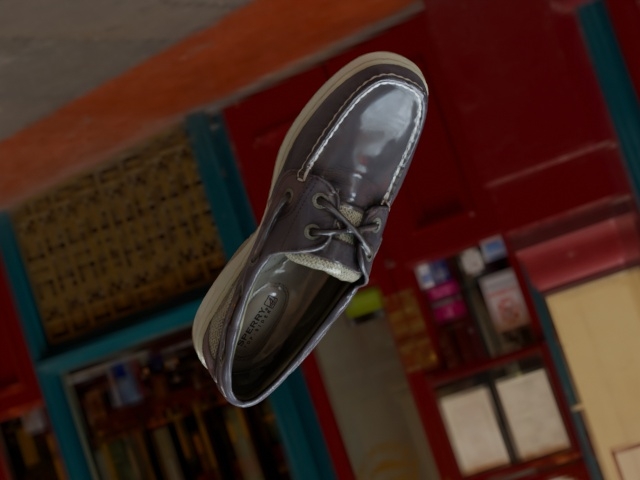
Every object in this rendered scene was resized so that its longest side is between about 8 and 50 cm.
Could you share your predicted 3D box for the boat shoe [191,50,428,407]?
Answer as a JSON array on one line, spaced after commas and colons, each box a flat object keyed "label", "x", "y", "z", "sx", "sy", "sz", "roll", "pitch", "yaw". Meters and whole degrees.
[{"label": "boat shoe", "x": 0.000, "y": 0.000, "z": 1.034, "sx": 0.103, "sy": 0.092, "sz": 0.285, "roll": 24, "pitch": 110, "yaw": -28}]
